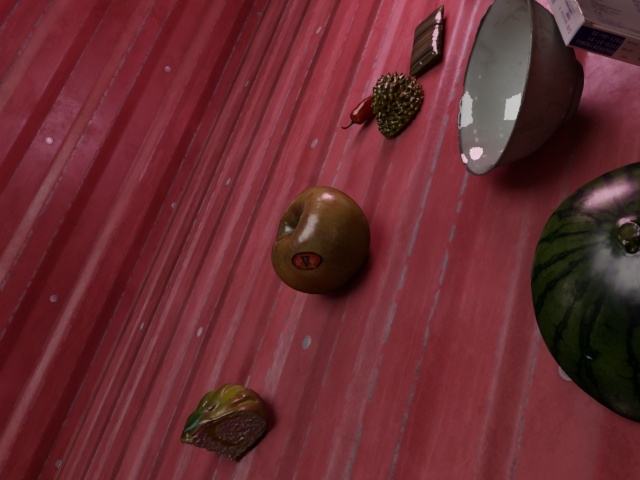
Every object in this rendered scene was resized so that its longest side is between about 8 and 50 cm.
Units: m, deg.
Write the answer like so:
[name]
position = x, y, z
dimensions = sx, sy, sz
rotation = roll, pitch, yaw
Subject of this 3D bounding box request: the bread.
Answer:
[bread]
position = -0.241, 0.428, 1.294
dimensions = 0.261, 0.158, 0.156
rotation = -46, 28, 20

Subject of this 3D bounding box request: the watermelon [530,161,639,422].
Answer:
[watermelon]
position = 0.375, 0.034, 0.641
dimensions = 0.330, 0.189, 0.331
rotation = -41, 29, 28

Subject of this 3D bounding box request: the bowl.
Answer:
[bowl]
position = 0.357, -0.263, 0.926
dimensions = 0.313, 0.146, 0.314
rotation = -175, 90, -85

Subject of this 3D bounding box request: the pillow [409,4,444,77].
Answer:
[pillow]
position = 0.285, -0.532, 1.432
dimensions = 0.113, 0.038, 0.204
rotation = -28, 41, 49

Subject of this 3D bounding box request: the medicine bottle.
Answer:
[medicine bottle]
position = 0.458, -0.338, 0.818
dimensions = 0.052, 0.200, 0.171
rotation = 112, 165, -50

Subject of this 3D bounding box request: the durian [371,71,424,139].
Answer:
[durian]
position = 0.186, -0.363, 1.364
dimensions = 0.119, 0.108, 0.187
rotation = 8, 71, 60

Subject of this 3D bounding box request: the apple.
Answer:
[apple]
position = 0.000, 0.000, 1.249
dimensions = 0.261, 0.193, 0.261
rotation = -42, 32, 34

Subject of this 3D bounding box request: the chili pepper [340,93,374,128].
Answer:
[chili pepper]
position = 0.136, -0.378, 1.517
dimensions = 0.191, 0.050, 0.059
rotation = -43, -6, 10
